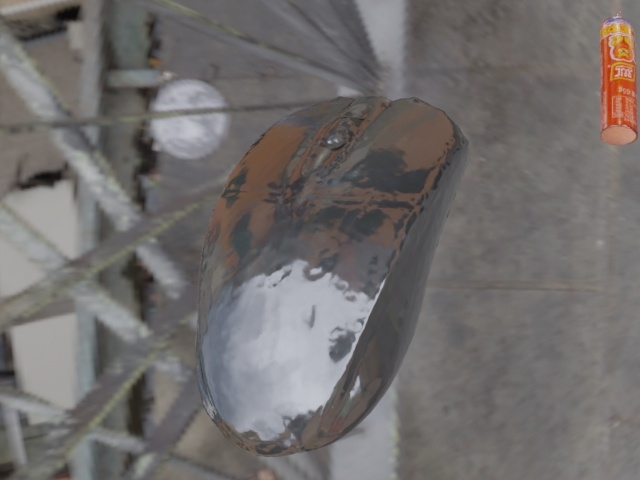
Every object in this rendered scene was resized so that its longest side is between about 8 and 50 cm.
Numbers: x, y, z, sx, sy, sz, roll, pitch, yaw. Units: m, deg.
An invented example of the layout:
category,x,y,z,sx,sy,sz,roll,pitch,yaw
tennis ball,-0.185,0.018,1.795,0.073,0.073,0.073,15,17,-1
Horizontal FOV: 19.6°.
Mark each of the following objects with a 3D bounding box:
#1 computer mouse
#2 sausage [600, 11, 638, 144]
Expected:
category,x,y,z,sx,sy,sz,roll,pitch,yaw
computer mouse,0.000,0.000,1.122,0.138,0.086,0.269,5,53,20
sausage,0.264,-0.148,1.643,0.034,0.034,0.129,-3,62,15
